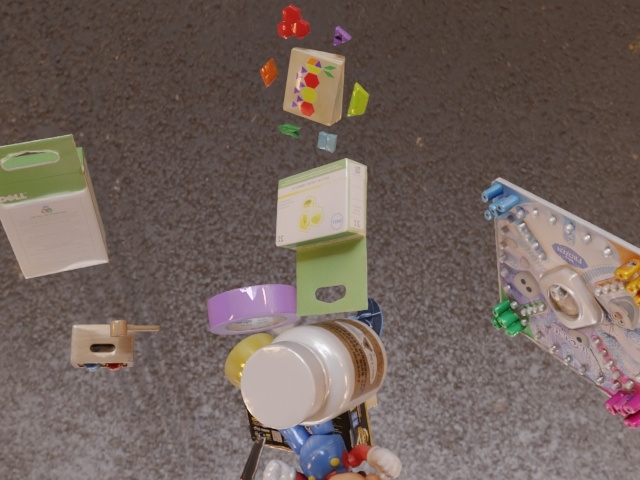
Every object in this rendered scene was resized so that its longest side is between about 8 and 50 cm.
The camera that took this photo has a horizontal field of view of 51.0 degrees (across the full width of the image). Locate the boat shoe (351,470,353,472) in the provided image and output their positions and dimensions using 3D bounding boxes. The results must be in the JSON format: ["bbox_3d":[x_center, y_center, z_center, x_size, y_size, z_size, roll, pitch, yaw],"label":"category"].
[{"bbox_3d":[0.047,0.713,1.632,0.113,0.340,0.127,22,130,1],"label":"boat shoe"}]

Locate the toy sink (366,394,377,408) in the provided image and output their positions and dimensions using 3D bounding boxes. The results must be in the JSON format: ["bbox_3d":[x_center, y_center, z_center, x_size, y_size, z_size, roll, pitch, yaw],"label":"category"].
[{"bbox_3d":[0.046,0.400,1.964,0.131,0.234,0.152,-13,98,-32],"label":"toy sink"}]

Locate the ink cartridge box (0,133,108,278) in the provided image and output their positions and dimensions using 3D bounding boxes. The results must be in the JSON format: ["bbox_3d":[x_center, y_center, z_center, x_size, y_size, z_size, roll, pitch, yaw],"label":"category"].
[{"bbox_3d":[-0.340,-0.053,0.833,0.109,0.062,0.209,-11,136,-13],"label":"ink cartridge box"}]

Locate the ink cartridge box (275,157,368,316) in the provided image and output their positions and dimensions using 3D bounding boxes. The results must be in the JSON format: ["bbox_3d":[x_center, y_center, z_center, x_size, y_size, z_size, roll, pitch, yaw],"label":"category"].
[{"bbox_3d":[0.000,0.000,1.100,0.056,0.235,0.171,14,162,-42],"label":"ink cartridge box"}]

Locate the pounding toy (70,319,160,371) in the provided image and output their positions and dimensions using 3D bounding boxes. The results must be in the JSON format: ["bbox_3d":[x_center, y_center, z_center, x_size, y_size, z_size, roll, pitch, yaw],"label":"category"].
[{"bbox_3d":[-0.440,0.230,1.444,0.181,0.094,0.206,2,165,-15],"label":"pounding toy"}]

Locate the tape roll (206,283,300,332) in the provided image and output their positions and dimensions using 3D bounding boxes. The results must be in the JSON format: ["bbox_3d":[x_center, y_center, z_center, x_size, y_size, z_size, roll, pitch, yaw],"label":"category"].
[{"bbox_3d":[-0.201,0.212,2.023,0.275,0.090,0.275,-9,163,-3],"label":"tape roll"}]

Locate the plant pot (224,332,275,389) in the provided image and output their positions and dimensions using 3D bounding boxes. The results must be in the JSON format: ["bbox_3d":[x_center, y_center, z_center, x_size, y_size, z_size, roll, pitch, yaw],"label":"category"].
[{"bbox_3d":[-0.121,0.278,1.417,0.134,0.095,0.134,-20,128,-28],"label":"plant pot"}]

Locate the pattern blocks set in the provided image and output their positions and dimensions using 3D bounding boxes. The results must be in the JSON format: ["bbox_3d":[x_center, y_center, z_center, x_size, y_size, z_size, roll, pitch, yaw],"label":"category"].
[{"bbox_3d":[-0.015,-0.386,1.661,0.285,0.026,0.324,28,130,7],"label":"pattern blocks set"}]

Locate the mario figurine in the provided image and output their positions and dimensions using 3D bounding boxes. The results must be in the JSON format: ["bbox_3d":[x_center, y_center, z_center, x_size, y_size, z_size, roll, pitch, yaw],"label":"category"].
[{"bbox_3d":[0.014,0.409,1.212,0.170,0.320,0.198,-17,149,-40],"label":"mario figurine"}]

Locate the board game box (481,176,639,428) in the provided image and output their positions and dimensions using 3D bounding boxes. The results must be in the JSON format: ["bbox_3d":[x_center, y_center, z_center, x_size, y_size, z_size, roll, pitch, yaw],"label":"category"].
[{"bbox_3d":[0.460,0.117,1.266,0.050,0.390,0.389,-29,129,-18],"label":"board game box"}]

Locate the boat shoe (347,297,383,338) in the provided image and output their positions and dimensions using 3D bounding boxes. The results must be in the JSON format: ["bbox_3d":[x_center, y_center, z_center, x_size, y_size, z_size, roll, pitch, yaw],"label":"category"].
[{"bbox_3d":[0.143,0.281,2.135,0.089,0.258,0.109,35,126,-29],"label":"boat shoe"}]

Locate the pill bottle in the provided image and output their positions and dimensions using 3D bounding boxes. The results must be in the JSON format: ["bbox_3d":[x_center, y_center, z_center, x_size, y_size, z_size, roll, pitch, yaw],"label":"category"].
[{"bbox_3d":[-0.006,0.178,0.909,0.131,0.229,0.131,-1,89,25],"label":"pill bottle"}]

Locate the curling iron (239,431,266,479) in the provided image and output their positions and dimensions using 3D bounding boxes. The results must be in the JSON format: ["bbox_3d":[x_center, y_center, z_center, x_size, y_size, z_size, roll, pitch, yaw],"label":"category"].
[{"bbox_3d":[-0.166,0.497,1.400,0.068,0.035,0.274,24,122,-4],"label":"curling iron"}]

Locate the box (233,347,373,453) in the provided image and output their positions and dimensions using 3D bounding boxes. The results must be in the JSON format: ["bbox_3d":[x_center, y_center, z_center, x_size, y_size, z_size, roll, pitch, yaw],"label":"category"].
[{"bbox_3d":[-0.044,0.373,1.579,0.322,0.079,0.257,-1,104,36],"label":"box"}]
